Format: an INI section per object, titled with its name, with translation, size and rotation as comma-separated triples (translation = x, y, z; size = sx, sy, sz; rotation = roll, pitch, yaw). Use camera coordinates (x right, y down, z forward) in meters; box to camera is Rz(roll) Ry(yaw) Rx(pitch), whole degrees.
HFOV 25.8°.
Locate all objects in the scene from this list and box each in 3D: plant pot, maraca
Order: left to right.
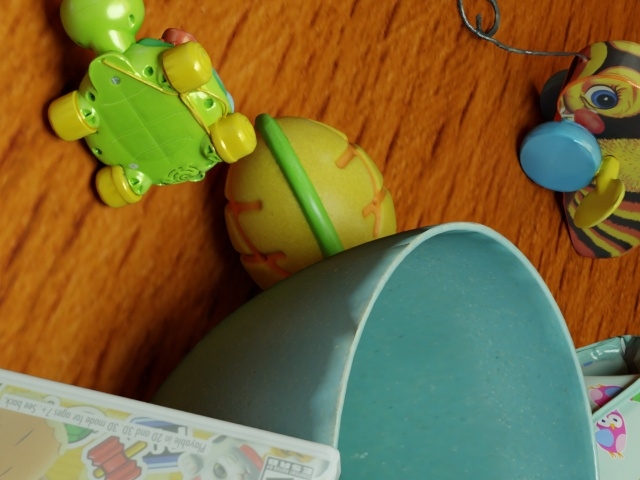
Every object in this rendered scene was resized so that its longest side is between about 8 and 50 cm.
[maraca]
translation = 0.000, 0.000, 0.861
size = 0.186, 0.099, 0.127
rotation = 67, -1, -46
[plant pot]
translation = 0.005, 0.144, 0.754
size = 0.290, 0.195, 0.290
rotation = 14, 73, -55

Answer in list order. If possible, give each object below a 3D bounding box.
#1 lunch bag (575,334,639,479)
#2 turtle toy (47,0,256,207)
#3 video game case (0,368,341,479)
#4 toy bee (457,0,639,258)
[lunch bag]
translation = 0.198, 0.208, 1.074
size = 0.262, 0.160, 0.223
rotation = -23, 103, -50
[turtle toy]
translation = -0.095, -0.083, 0.751
size = 0.066, 0.095, 0.130
rotation = -89, 154, -53
[video game case]
translation = -0.127, 0.147, 0.540
size = 0.026, 0.227, 0.206
rotation = 86, 19, -54
[toy bee]
translation = 0.249, -0.099, 1.203
size = 0.298, 0.162, 0.195
rotation = 37, 57, -48
